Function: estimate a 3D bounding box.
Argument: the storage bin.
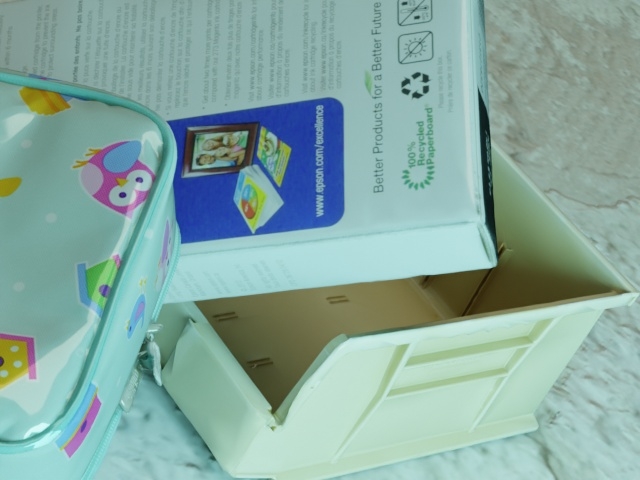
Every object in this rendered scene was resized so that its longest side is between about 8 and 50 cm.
[{"bbox_3d":[0.000,0.000,1.103,0.260,0.123,0.262,-6,46,-42],"label":"storage bin"}]

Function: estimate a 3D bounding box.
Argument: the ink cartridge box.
[{"bbox_3d":[-0.093,-0.054,0.982,0.370,0.069,0.176,-6,62,11],"label":"ink cartridge box"}]

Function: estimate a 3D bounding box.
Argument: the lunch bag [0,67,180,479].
[{"bbox_3d":[-0.204,0.010,0.856,0.279,0.108,0.224,13,51,7],"label":"lunch bag"}]
